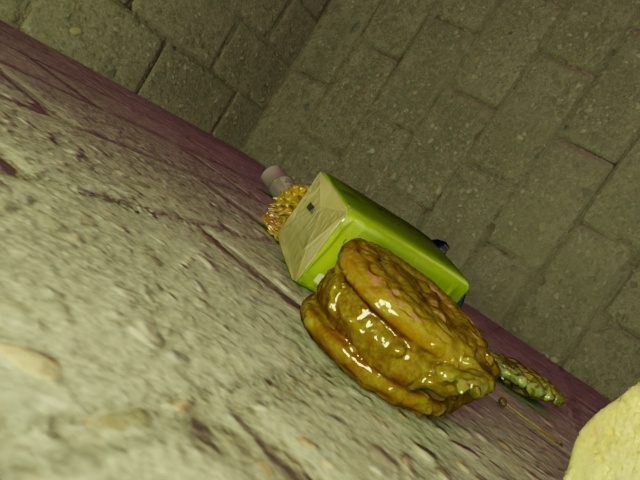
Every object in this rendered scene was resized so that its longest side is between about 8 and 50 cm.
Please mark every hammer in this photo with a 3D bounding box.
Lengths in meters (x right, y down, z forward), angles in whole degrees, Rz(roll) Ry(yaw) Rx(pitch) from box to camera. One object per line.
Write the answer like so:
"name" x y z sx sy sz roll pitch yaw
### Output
"hammer" 0.353 0.306 0.898 0.123 0.014 0.029 36 15 9

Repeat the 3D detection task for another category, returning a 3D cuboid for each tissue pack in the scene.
"tissue pack" 0.087 0.030 0.947 0.274 0.167 0.200 31 14 -24

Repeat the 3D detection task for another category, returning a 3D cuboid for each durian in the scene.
"durian" 0.004 -0.005 1.119 0.260 0.154 0.186 17 42 -10

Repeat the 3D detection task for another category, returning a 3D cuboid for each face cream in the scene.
"face cream" -0.104 -0.147 1.869 0.274 0.096 0.154 51 12 29

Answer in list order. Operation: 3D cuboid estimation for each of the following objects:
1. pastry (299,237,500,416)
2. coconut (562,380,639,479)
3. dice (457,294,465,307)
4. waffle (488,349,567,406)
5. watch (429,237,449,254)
"pastry" 0.091 0.113 0.641 0.235 0.132 0.240 44 16 19
"coconut" 0.346 0.214 0.323 0.309 0.297 0.297 29 6 2
"dice" 0.235 0.112 1.225 0.143 0.146 0.146 33 10 -20
"waffle" 0.428 0.295 1.163 0.208 0.054 0.214 22 6 -45
"watch" 0.187 0.031 1.409 0.200 0.196 0.171 38 -6 -24
